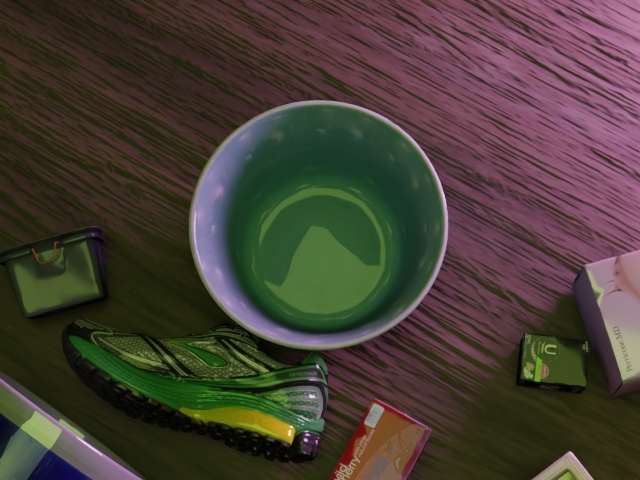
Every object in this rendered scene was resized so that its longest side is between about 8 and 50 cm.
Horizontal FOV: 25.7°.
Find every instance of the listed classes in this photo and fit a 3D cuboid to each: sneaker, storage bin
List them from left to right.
[{"bbox_3d":[-0.335,0.043,1.791,0.135,0.098,0.091,-16,85,-2],"label":"storage bin"},{"bbox_3d":[-0.154,0.162,1.741,0.343,0.134,0.146,18,69,-2],"label":"sneaker"}]

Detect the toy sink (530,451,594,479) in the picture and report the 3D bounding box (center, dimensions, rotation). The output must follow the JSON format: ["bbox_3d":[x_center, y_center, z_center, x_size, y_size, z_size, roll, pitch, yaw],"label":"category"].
[{"bbox_3d":[0.243,0.382,1.647,0.234,0.131,0.153,-35,75,-7],"label":"toy sink"}]

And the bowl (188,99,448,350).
[{"bbox_3d":[0.000,0.000,1.749,0.311,0.163,0.311,-1,74,2],"label":"bowl"}]

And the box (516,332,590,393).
[{"bbox_3d":[0.290,0.153,1.751,0.083,0.052,0.062,8,76,4],"label":"box"}]

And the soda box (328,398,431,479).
[{"bbox_3d":[0.037,0.327,1.691,0.083,0.092,0.263,28,77,8],"label":"soda box"}]

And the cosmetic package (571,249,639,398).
[{"bbox_3d":[0.487,0.074,1.735,0.309,0.113,0.160,-16,74,-3],"label":"cosmetic package"}]

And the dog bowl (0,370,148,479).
[{"bbox_3d":[-0.330,0.251,1.639,0.265,0.265,0.104,34,80,11],"label":"dog bowl"}]
